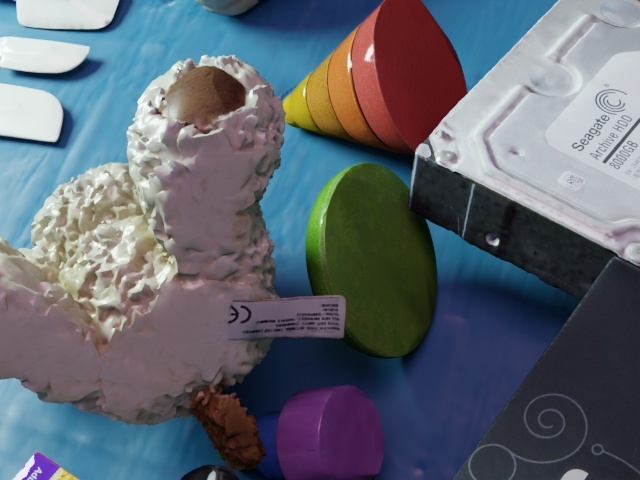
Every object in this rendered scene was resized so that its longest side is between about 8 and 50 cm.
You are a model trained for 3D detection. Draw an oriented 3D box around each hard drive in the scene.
[{"bbox_3d":[0.259,-0.032,0.857,0.339,0.064,0.237,29,52,22],"label":"hard drive"}]

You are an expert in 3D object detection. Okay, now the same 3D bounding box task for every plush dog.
[{"bbox_3d":[-0.109,0.017,0.829,0.262,0.211,0.225,-36,22,2],"label":"plush dog"}]

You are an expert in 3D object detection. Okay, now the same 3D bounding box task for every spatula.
[{"bbox_3d":[-0.295,-0.161,1.072,0.242,0.019,0.168,9,63,14],"label":"spatula"}]

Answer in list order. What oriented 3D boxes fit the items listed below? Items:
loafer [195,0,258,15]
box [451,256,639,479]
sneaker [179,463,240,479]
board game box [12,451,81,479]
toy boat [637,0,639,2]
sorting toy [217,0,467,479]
[{"bbox_3d":[0.003,-0.309,1.075,0.319,0.112,0.111,-36,68,-15],"label":"loafer"},{"bbox_3d":[0.156,0.172,0.716,0.165,0.143,0.270,29,64,23],"label":"box"},{"bbox_3d":[-0.106,0.244,0.673,0.124,0.107,0.283,-4,53,16],"label":"sneaker"},{"bbox_3d":[-0.136,0.233,0.769,0.193,0.045,0.147,27,64,22],"label":"board game box"},{"bbox_3d":[0.288,-0.270,0.989,0.151,0.151,0.231,27,64,22],"label":"toy boat"},{"bbox_3d":[0.000,0.000,0.896,0.126,0.127,0.366,-11,53,36],"label":"sorting toy"}]
